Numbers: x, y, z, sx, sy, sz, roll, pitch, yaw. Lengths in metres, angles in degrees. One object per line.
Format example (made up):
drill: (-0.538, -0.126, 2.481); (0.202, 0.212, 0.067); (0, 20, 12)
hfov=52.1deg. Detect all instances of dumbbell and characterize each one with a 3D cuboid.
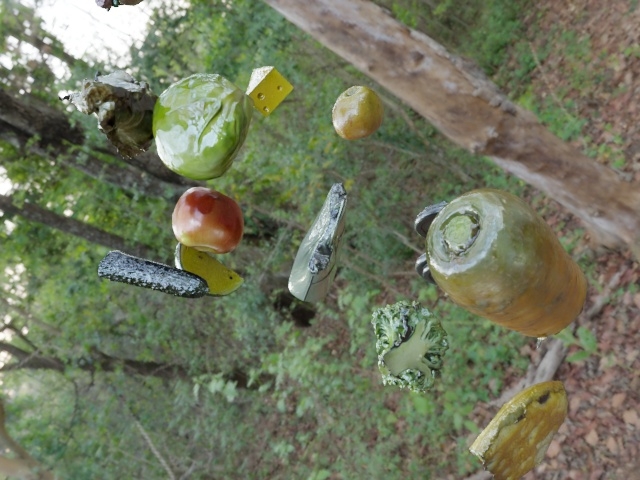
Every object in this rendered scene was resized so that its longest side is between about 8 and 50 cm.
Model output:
dumbbell: (0.369, 0.012, 1.901); (0.192, 0.192, 0.290); (133, 146, -55)

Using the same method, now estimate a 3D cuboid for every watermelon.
watermelon: (-0.270, 0.085, 1.510); (0.092, 0.181, 0.075); (-49, 23, 6)

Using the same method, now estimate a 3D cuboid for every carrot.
carrot: (0.352, 0.048, 1.234); (0.224, 0.340, 0.224); (-28, 48, 36)

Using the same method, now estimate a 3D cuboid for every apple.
apple: (0.123, -0.425, 2.168); (0.182, 0.182, 0.155); (-74, -25, -57)
apple: (-0.248, -0.045, 1.458); (0.163, 0.163, 0.139); (147, 133, -71)

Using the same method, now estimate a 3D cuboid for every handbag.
handbag: (0.000, 0.000, 1.530); (0.315, 0.109, 0.241); (101, -176, -62)

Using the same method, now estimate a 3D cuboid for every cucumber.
cucumber: (-0.337, 0.076, 1.361); (0.067, 0.245, 0.067); (13, -90, -79)

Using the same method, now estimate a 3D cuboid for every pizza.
pizza: (0.207, 0.202, 0.686); (0.035, 0.160, 0.099); (29, 128, 44)

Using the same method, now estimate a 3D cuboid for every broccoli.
broccoli: (0.200, 0.293, 1.760); (0.273, 0.243, 0.180); (-24, 7, -40)

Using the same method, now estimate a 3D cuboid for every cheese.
cheese: (-0.168, -0.473, 2.010); (0.126, 0.093, 0.171); (-45, 29, 9)

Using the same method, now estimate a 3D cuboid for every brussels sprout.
brussels sprout: (-0.235, -0.225, 1.307); (0.223, 0.161, 0.223); (-8, 76, 35)

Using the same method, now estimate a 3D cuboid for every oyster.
oyster: (-0.418, -0.275, 1.346); (0.133, 0.198, 0.337); (-21, 1, 9)

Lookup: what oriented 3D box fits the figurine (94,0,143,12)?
figurine: (-0.379, -0.504, 1.241); (0.145, 0.178, 0.114); (-59, -9, 14)
